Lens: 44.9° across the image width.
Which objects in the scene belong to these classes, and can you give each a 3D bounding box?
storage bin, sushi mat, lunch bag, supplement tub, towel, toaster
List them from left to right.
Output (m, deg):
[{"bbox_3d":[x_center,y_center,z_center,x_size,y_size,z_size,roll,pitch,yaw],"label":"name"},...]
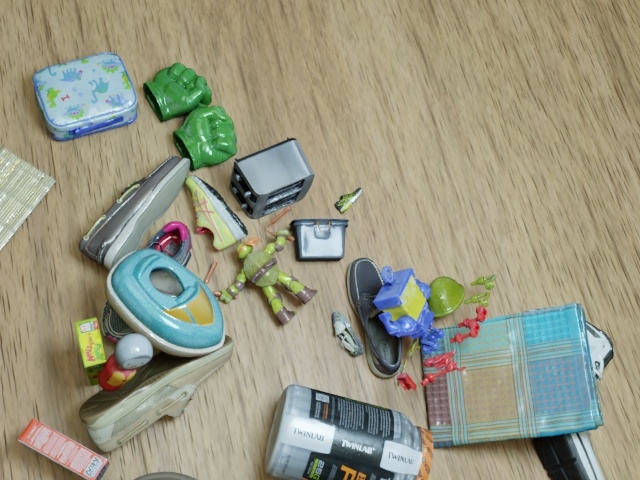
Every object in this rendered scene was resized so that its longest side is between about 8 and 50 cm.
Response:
[{"bbox_3d":[-0.736,-0.052,1.699,0.151,0.019,0.316,31,65,0],"label":"sushi mat"},{"bbox_3d":[-0.547,-0.333,1.813,0.219,0.090,0.176,-21,73,-19],"label":"lunch bag"},{"bbox_3d":[-0.109,-0.145,1.793,0.186,0.168,0.110,-25,78,-19],"label":"toaster"},{"bbox_3d":[0.000,0.000,1.803,0.135,0.098,0.091,-1,79,-13],"label":"storage bin"},{"bbox_3d":[0.057,0.423,1.587,0.316,0.193,0.193,15,66,-5],"label":"supplement tub"},{"bbox_3d":[0.402,0.295,1.682,0.370,0.040,0.271,-13,65,23],"label":"towel"}]

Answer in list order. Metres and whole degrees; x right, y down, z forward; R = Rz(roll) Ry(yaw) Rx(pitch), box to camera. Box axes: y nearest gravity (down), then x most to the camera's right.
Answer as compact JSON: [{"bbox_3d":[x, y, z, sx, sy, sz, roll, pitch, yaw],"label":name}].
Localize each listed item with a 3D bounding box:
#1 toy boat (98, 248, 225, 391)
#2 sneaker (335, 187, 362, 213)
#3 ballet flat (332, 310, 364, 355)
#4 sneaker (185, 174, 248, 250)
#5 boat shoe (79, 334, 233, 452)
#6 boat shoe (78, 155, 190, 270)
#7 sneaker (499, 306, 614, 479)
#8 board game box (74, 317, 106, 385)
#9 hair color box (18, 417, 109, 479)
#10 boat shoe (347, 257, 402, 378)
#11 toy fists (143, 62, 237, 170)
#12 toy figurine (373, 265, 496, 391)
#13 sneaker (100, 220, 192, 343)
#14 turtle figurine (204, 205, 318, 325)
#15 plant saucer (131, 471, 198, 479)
[{"bbox_3d":[-0.313,0.154,1.495,0.267,0.148,0.318,38,38,-7],"label":"toy boat"},{"bbox_3d":[0.069,-0.104,1.887,0.035,0.031,0.083,41,66,6],"label":"sneaker"},{"bbox_3d":[0.056,0.212,1.751,0.041,0.041,0.114,-30,79,-21],"label":"ballet flat"},{"bbox_3d":[-0.260,-0.063,1.777,0.094,0.081,0.208,-42,66,6],"label":"sneaker"},{"bbox_3d":[-0.323,0.308,1.606,0.341,0.122,0.110,-28,112,-21],"label":"boat shoe"},{"bbox_3d":[-0.408,-0.078,1.730,0.097,0.116,0.324,26,62,10],"label":"boat shoe"},{"bbox_3d":[0.591,0.346,1.746,0.257,0.169,0.447,-15,70,-15],"label":"sneaker"},{"bbox_3d":[-0.456,0.226,1.559,0.043,0.181,0.092,-13,72,-16],"label":"board game box"},{"bbox_3d":[-0.501,0.416,1.523,0.167,0.093,0.053,31,66,0],"label":"hair color box"},{"bbox_3d":[0.133,0.166,1.759,0.103,0.092,0.285,-5,71,-16],"label":"boat shoe"},{"bbox_3d":[-0.301,-0.304,1.853,0.142,0.096,0.279,-28,76,-22],"label":"toy fists"},{"bbox_3d":[0.220,0.118,1.668,0.217,0.191,0.362,51,41,-15],"label":"toy figurine"},{"bbox_3d":[-0.379,0.084,1.672,0.121,0.112,0.299,25,66,-1],"label":"sneaker"},{"bbox_3d":[-0.110,0.066,1.731,0.217,0.087,0.269,45,80,3],"label":"turtle figurine"},{"bbox_3d":[-0.311,0.594,1.517,0.278,0.041,0.278,4,67,-10],"label":"plant saucer"}]
